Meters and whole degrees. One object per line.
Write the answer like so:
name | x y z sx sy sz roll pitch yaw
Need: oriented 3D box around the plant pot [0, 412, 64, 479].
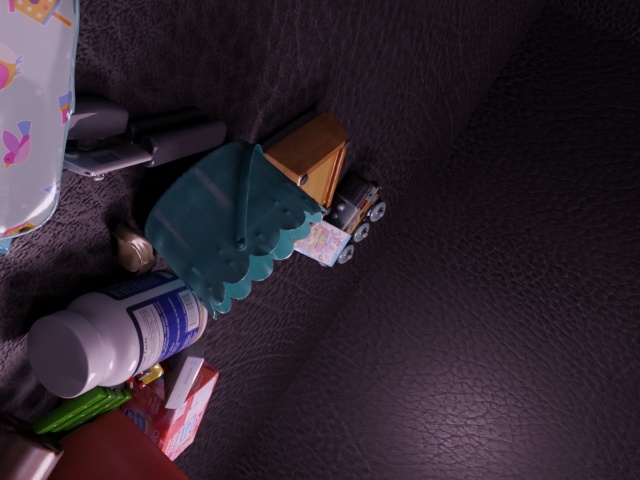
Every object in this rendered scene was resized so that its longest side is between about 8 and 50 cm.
plant pot | -0.499 0.367 0.808 0.165 0.167 0.167 -59 167 -20

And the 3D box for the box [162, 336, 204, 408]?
box | -0.298 0.237 1.129 0.145 0.038 0.186 -63 -152 22

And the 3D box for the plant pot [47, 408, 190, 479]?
plant pot | -0.419 0.492 1.043 0.275 0.243 0.275 -36 168 -9

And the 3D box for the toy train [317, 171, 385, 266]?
toy train | 0.079 -0.067 1.713 0.334 0.142 0.190 -54 152 3

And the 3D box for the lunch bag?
lunch bag | -0.315 -0.121 0.397 0.224 0.108 0.279 -16 137 -46

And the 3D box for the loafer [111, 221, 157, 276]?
loafer | -0.303 0.021 0.855 0.050 0.056 0.148 -55 166 -22

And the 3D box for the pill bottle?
pill bottle | -0.322 0.145 0.871 0.153 0.153 0.265 -62 163 21

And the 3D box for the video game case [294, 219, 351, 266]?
video game case | 0.000 0.000 1.605 0.166 0.015 0.119 26 100 -31

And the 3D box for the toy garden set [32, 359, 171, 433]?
toy garden set | -0.390 0.270 0.975 0.204 0.049 0.244 -31 169 -15

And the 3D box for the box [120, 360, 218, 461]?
box | -0.375 0.408 1.273 0.154 0.142 0.300 -35 155 -52

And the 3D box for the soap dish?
soap dish | -0.051 -0.126 1.199 0.229 0.118 0.290 -43 159 -38

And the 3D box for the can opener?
can opener | -0.228 -0.143 0.706 0.280 0.074 0.093 -31 150 -58

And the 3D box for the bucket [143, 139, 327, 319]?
bucket | -0.144 -0.023 0.896 0.281 0.183 0.281 -44 177 -3

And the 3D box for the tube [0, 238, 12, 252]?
tube | -0.344 -0.067 0.576 0.080 0.052 0.207 6 123 -57
